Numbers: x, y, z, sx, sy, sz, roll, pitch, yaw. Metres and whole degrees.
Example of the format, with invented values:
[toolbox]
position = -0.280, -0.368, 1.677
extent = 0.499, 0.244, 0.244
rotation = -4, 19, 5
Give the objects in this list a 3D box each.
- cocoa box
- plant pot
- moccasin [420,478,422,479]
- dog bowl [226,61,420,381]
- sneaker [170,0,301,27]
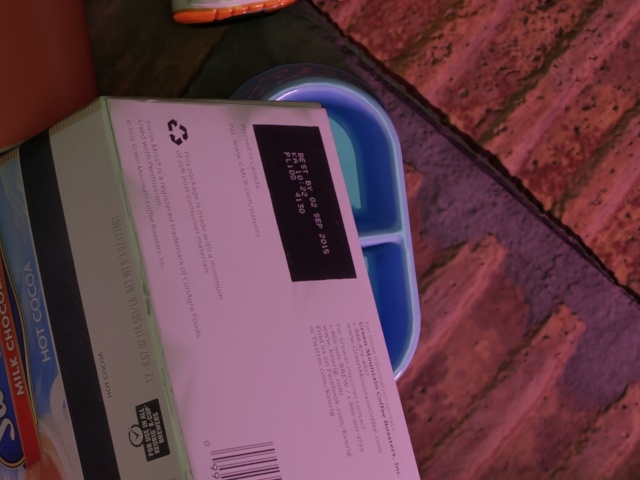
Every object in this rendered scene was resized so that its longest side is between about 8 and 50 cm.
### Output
[cocoa box]
position = -0.106, 0.095, 1.239
extent = 0.231, 0.228, 0.347
rotation = -2, 74, -48
[plant pot]
position = -0.291, -0.185, 1.263
extent = 0.275, 0.275, 0.243
rotation = -19, 103, -8
[moccasin]
position = 0.105, 0.330, 1.423
extent = 0.147, 0.139, 0.380
rotation = -40, 108, -15
[dog bowl]
position = 0.000, 0.000, 1.410
extent = 0.166, 0.074, 0.297
rotation = -7, 93, -9
[sneaker]
position = 0.000, -0.255, 1.388
extent = 0.262, 0.099, 0.121
rotation = -12, 90, -10
